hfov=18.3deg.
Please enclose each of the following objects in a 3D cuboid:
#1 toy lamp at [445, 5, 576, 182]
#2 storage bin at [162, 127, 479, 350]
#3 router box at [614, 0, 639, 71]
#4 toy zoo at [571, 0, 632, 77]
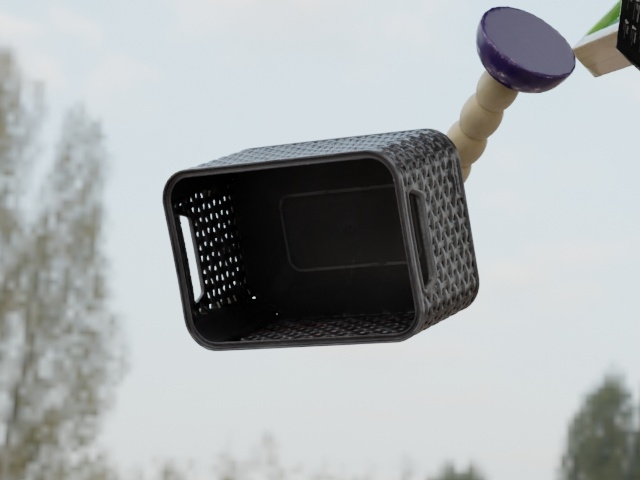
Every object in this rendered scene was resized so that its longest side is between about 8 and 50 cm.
[{"bbox_3d":[0.082,-0.038,1.378,0.080,0.080,0.275,9,-48,-27],"label":"toy lamp"},{"bbox_3d":[0.000,0.000,1.284,0.180,0.122,0.084,-5,9,31],"label":"storage bin"},{"bbox_3d":[0.200,-0.145,1.020,0.092,0.038,0.122,-39,-24,-16],"label":"router box"},{"bbox_3d":[0.302,-0.228,1.338,0.030,0.293,0.192,46,-6,-6],"label":"toy zoo"}]
